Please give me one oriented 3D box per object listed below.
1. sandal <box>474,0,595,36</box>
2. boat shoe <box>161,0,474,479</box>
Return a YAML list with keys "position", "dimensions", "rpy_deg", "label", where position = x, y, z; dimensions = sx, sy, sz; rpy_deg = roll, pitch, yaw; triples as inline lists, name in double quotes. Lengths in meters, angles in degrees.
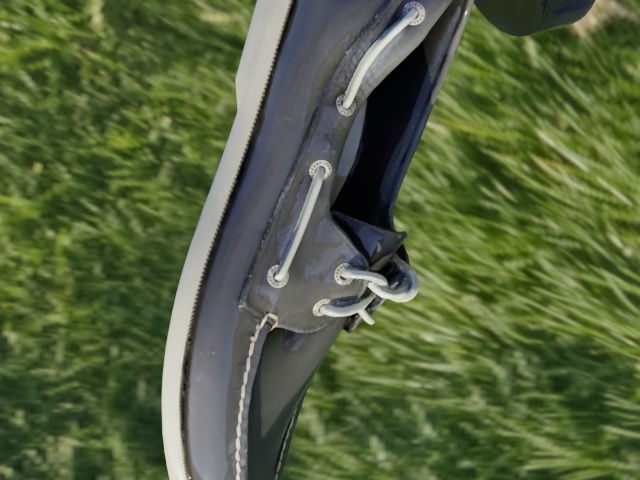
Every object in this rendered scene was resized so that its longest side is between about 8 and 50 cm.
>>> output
- position: [0.067, -0.185, 0.651]
  dimensions: [0.054, 0.097, 0.254]
  rpy_deg: [-14, 121, -22]
  label: "sandal"
- position: [0.000, 0.000, 0.627]
  dimensions: [0.065, 0.075, 0.206]
  rpy_deg: [15, 97, 17]
  label: "boat shoe"
